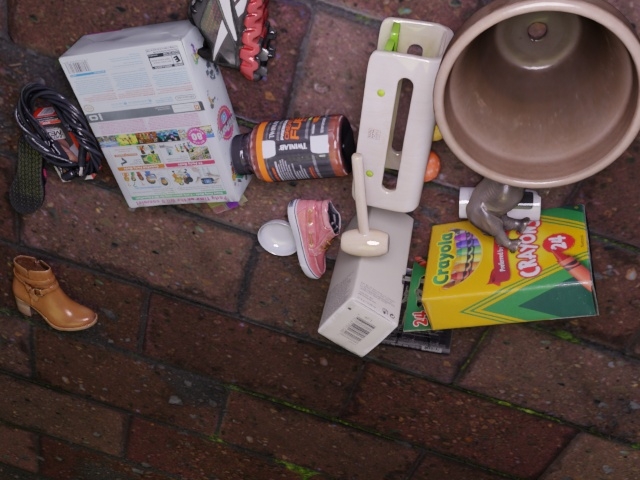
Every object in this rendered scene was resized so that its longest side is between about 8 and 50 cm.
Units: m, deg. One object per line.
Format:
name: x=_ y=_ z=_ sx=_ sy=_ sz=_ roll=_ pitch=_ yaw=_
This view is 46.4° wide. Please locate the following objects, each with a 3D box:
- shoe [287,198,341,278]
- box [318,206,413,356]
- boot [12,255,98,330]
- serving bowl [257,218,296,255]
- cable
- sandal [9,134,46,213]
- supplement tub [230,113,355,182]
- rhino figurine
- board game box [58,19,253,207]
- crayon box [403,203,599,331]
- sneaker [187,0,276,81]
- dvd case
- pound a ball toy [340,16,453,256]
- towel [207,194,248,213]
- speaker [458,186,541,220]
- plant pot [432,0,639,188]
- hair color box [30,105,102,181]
shoe: x=0.000 y=0.000 z=1.395 sx=0.081 sy=0.063 sz=0.178 roll=-1 pitch=125 yaw=22
box: x=0.082 y=0.054 z=1.279 sx=0.094 sy=0.275 sz=0.113 roll=31 pitch=131 yaw=-12
boot: x=-0.592 y=0.117 z=1.654 sx=0.197 sy=0.073 sz=0.152 roll=13 pitch=128 yaw=1
serving bowl: x=-0.077 y=-0.010 z=1.432 sx=0.083 sy=0.027 sz=0.083 roll=8 pitch=132 yaw=9
cable: x=-0.455 y=-0.187 z=1.290 sx=0.151 sy=0.047 sz=0.184 roll=-1 pitch=122 yaw=39
sandal: x=-0.564 y=-0.131 z=1.460 sx=0.067 sy=0.040 sz=0.179 roll=16 pitch=118 yaw=-6
supplement tub: x=-0.048 y=-0.151 z=1.251 sx=0.198 sy=0.106 sz=0.106 roll=-3 pitch=129 yaw=17
rhino figurine: x=0.315 y=-0.108 z=1.182 sx=0.106 sy=0.073 sz=0.243 roll=26 pitch=111 yaw=7
board game box: x=-0.268 y=-0.206 z=1.271 sx=0.224 sy=0.097 sz=0.303 roll=-2 pitch=128 yaw=18
crayon box: x=0.294 y=0.049 z=1.267 sx=0.319 sy=0.202 sz=0.081 roll=-9 pitch=127 yaw=21
sneaker: x=-0.130 y=-0.367 z=1.092 sx=0.135 sy=0.097 sz=0.276 roll=11 pitch=133 yaw=3
dvd case: x=0.188 y=0.142 z=1.499 sx=0.165 sy=0.018 sz=0.221 roll=8 pitch=132 yaw=10
pound a ball toy: x=0.125 y=-0.144 z=1.142 sx=0.136 sy=0.208 sz=0.319 roll=11 pitch=131 yaw=6
towel: x=-0.185 y=-0.084 z=1.410 sx=0.083 sy=0.009 sz=0.060 roll=-19 pitch=122 yaw=27
speaker: x=0.303 y=-0.063 z=1.267 sx=0.136 sy=0.055 sz=0.055 roll=3 pitch=130 yaw=13
plant pot: x=0.290 y=-0.240 z=1.000 sx=0.263 sy=0.229 sz=0.263 roll=7 pitch=132 yaw=8
hair color box: x=-0.472 y=-0.179 z=1.383 sx=0.072 sy=0.043 sz=0.141 roll=-5 pitch=129 yaw=19
